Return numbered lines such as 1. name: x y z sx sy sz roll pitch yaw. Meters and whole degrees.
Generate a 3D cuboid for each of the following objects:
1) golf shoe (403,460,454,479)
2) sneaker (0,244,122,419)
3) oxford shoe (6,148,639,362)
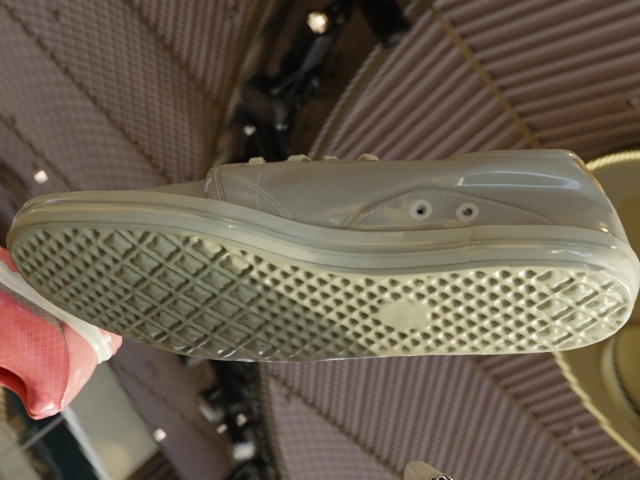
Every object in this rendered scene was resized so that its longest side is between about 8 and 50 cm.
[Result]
1. golf shoe: 0.177 0.365 1.844 0.186 0.067 0.086 -138 -144 -56
2. sneaker: -0.349 0.056 1.201 0.314 0.136 0.116 32 -24 -4
3. oxford shoe: 0.000 0.000 0.921 0.449 0.130 0.169 0 -36 7
